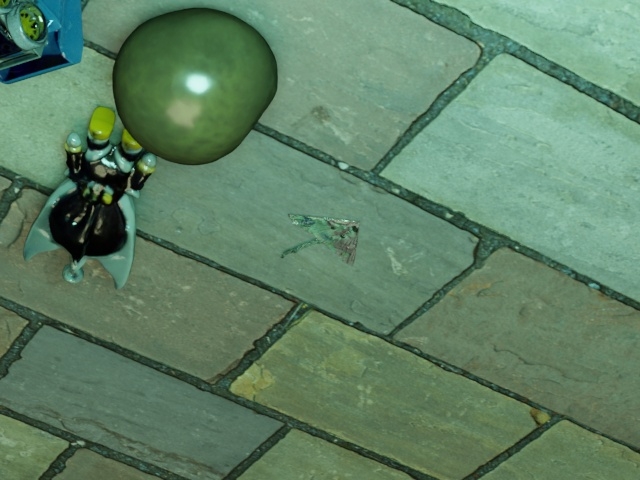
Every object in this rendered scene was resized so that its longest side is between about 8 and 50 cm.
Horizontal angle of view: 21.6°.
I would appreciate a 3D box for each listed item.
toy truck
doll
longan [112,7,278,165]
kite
[{"bbox_3d":[-0.426,-0.328,1.965,0.146,0.175,0.367,-13,138,27],"label":"toy truck"},{"bbox_3d":[-0.322,-0.054,2.361,0.145,0.103,0.316,-1,139,-25],"label":"doll"},{"bbox_3d":[-0.158,-0.190,2.070,0.212,0.198,0.198,-24,131,34],"label":"longan"},{"bbox_3d":[0.000,0.000,2.426,0.157,0.011,0.139,-22,130,36],"label":"kite"}]
